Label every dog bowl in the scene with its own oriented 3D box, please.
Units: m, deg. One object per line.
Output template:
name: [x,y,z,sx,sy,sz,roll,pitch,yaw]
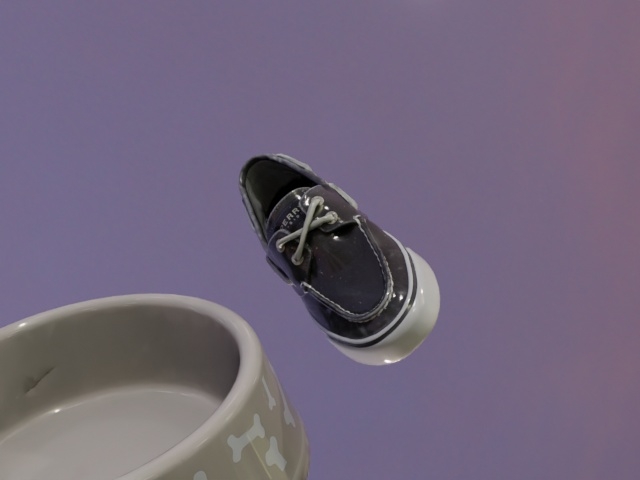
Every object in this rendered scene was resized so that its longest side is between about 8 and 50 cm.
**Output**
dog bowl: [-0.187,0.156,0.761,0.348,0.349,0.102,-23,-63,-24]

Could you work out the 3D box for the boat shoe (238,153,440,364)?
boat shoe: [0.000,0.000,0.856,0.108,0.301,0.102,-46,-57,7]
